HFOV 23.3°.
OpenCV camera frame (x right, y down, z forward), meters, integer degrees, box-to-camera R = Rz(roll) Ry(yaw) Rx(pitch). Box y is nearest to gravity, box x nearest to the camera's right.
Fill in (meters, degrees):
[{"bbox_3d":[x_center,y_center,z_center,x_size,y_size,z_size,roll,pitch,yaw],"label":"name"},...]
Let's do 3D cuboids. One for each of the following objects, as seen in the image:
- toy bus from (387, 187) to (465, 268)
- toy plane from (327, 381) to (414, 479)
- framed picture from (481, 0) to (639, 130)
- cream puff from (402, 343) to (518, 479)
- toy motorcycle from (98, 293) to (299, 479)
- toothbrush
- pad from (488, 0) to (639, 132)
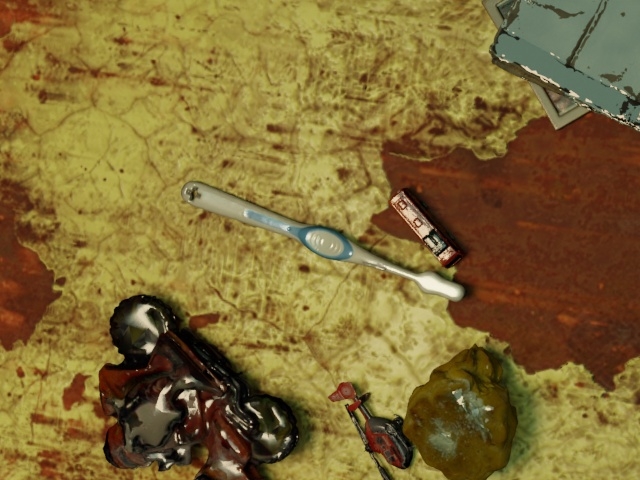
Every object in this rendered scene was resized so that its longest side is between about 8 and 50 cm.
[{"bbox_3d":[0.127,-0.015,1.862,0.031,0.043,0.110,-43,80,12],"label":"toy bus"},{"bbox_3d":[0.068,0.231,1.889,0.060,0.037,0.145,-38,86,23],"label":"toy plane"},{"bbox_3d":[0.337,-0.267,1.813,0.250,0.016,0.184,-30,83,14],"label":"framed picture"},{"bbox_3d":[0.173,0.201,1.828,0.146,0.116,0.146,15,124,23],"label":"cream puff"},{"bbox_3d":[-0.133,0.252,1.895,0.401,0.134,0.207,37,101,13],"label":"toy motorcycle"},{"bbox_3d":[-0.001,0.000,1.901,0.386,0.040,0.040,20,96,14],"label":"toothbrush"},{"bbox_3d":[0.331,-0.238,1.797,0.233,0.022,0.174,27,97,12],"label":"pad"}]
